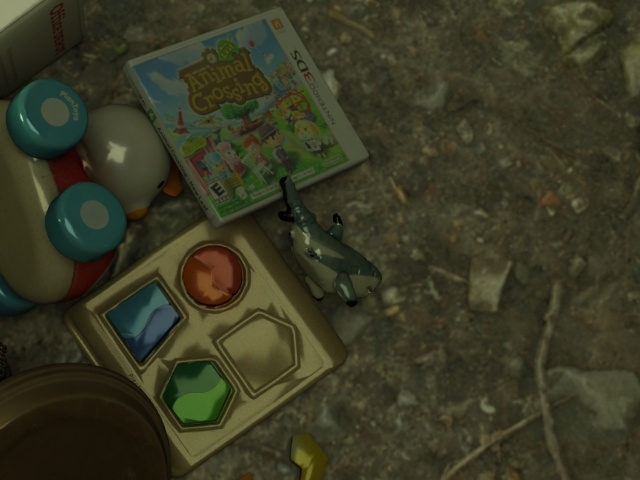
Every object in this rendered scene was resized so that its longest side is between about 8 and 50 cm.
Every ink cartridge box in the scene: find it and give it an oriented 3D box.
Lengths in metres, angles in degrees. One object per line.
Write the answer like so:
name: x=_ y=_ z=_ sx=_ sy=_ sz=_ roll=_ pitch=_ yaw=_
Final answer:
ink cartridge box: x=-0.383 y=-0.189 z=1.631 sx=0.283 sy=0.207 sz=0.117 roll=-39 pitch=87 yaw=-11

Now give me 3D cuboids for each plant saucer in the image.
plant saucer: x=-0.256 y=0.252 z=1.560 sx=0.278 sy=0.041 sz=0.277 roll=-14 pitch=115 yaw=-33

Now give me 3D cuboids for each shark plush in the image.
shark plush: x=0.000 y=0.000 z=1.693 sx=0.067 sy=0.073 sz=0.161 roll=-44 pitch=104 yaw=-22

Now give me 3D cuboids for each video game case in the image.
video game case: x=-0.074 y=-0.132 z=1.698 sx=0.212 sy=0.023 sz=0.193 roll=-26 pitch=82 yaw=-36

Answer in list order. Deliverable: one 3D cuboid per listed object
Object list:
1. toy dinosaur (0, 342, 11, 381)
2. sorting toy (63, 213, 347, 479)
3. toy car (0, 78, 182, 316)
toy dinosaur: x=-0.399 y=0.093 z=1.603 sx=0.322 sy=0.218 sz=0.164 roll=42 pitch=104 yaw=36
sorting toy: x=-0.090 y=0.136 z=1.683 sx=0.229 sy=0.041 sz=0.307 roll=-34 pitch=84 yaw=-11
toy car: x=-0.223 y=-0.056 z=1.654 sx=0.238 sy=0.219 sz=0.210 roll=-16 pitch=80 yaw=-37
